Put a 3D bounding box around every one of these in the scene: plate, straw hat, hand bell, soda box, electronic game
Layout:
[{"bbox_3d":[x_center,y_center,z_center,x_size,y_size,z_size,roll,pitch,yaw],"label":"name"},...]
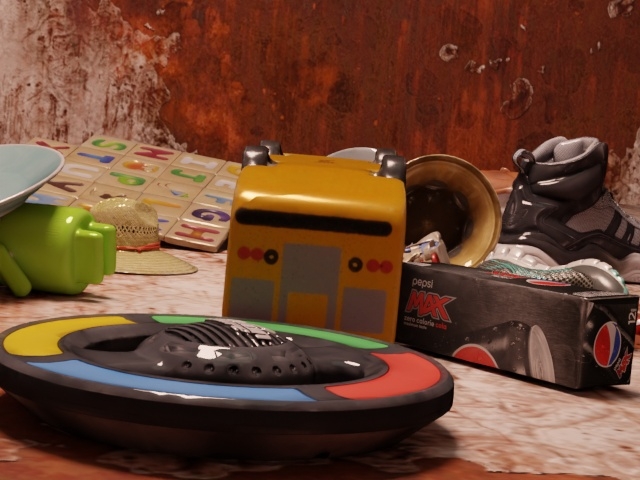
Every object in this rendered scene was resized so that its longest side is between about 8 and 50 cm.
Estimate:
[{"bbox_3d":[-0.283,-0.033,1.046,0.188,0.024,0.188,-9,21,3],"label":"plate"},{"bbox_3d":[-0.181,-0.008,1.266,0.145,0.061,0.144,4,5,0],"label":"straw hat"},{"bbox_3d":[0.099,-0.008,1.481,0.126,0.126,0.242,4,-8,-8],"label":"hand bell"},{"bbox_3d":[0.122,0.052,0.903,0.053,0.060,0.169,2,5,-40],"label":"soda box"},{"bbox_3d":[-0.048,0.063,0.688,0.229,0.048,0.229,5,5,0],"label":"electronic game"}]

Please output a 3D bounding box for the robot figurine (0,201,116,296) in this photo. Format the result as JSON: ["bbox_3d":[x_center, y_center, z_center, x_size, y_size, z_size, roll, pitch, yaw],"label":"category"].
[{"bbox_3d":[-0.214,0.005,1.055,0.115,0.067,0.101,6,17,12],"label":"robot figurine"}]

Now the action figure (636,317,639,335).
[{"bbox_3d":[0.275,0.073,1.019,0.038,0.030,0.115,-6,9,-40],"label":"action figure"}]

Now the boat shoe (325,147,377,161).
[{"bbox_3d":[0.011,-0.036,1.390,0.183,0.065,0.083,-30,-16,28],"label":"boat shoe"}]

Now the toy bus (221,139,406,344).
[{"bbox_3d":[0.000,0.000,0.971,0.108,0.130,0.332,4,5,1],"label":"toy bus"}]

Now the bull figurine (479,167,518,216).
[{"bbox_3d":[0.271,-0.037,1.798,0.188,0.101,0.310,10,6,27],"label":"bull figurine"}]

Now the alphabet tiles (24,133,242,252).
[{"bbox_3d":[-0.194,-0.060,1.581,0.343,0.011,0.285,12,20,6],"label":"alphabet tiles"}]

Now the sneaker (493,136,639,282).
[{"bbox_3d":[0.309,-0.035,1.517,0.269,0.153,0.101,2,6,-31],"label":"sneaker"}]

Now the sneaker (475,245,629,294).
[{"bbox_3d":[0.166,0.048,1.080,0.076,0.065,0.166,-19,15,-34],"label":"sneaker"}]

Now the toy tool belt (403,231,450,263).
[{"bbox_3d":[0.091,0.023,1.305,0.051,0.052,0.083,-19,6,14],"label":"toy tool belt"}]
